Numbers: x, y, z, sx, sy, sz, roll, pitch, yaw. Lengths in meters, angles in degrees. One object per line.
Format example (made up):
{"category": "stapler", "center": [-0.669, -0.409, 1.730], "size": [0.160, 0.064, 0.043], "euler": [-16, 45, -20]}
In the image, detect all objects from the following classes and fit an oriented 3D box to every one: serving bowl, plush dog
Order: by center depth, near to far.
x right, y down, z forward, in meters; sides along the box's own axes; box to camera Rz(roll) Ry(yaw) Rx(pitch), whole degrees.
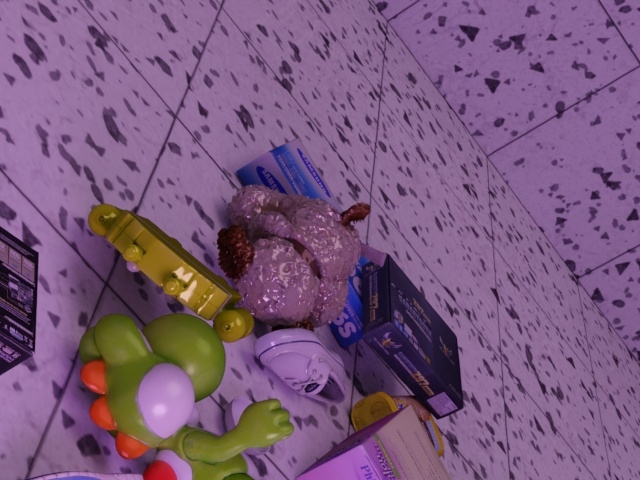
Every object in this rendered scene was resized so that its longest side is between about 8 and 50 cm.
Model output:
{"category": "serving bowl", "center": [-0.101, 0.249, 1.700], "size": [0.083, 0.027, 0.083], "euler": [48, 24, -29]}
{"category": "plush dog", "center": [-0.041, 0.040, 1.938], "size": [0.262, 0.211, 0.225], "euler": [53, 46, -14]}

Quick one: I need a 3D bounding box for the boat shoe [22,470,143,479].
{"category": "boat shoe", "center": [-0.243, 0.270, 1.299], "size": [0.183, 0.066, 0.066], "euler": [11, 65, -51]}

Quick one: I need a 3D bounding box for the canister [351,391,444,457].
{"category": "canister", "center": [0.128, 0.309, 2.075], "size": [0.170, 0.073, 0.126], "euler": [12, 50, -64]}

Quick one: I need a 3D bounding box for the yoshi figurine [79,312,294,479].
{"category": "yoshi figurine", "center": [-0.126, 0.226, 1.480], "size": [0.362, 0.203, 0.203], "euler": [57, 5, 1]}

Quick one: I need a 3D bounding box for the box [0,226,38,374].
{"category": "box", "center": [-0.376, 0.037, 1.296], "size": [0.180, 0.077, 0.147], "euler": [41, 28, -40]}

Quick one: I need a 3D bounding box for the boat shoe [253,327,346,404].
{"category": "boat shoe", "center": [-0.016, 0.189, 1.893], "size": [0.226, 0.083, 0.075], "euler": [27, 37, -56]}

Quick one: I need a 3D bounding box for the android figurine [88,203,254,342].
{"category": "android figurine", "center": [-0.185, 0.037, 1.619], "size": [0.248, 0.056, 0.273], "euler": [40, 1, 3]}

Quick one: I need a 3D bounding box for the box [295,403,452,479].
{"category": "box", "center": [0.101, 0.380, 1.856], "size": [0.213, 0.117, 0.243], "euler": [61, 20, 4]}

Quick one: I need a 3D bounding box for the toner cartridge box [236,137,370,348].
{"category": "toner cartridge box", "center": [0.000, 0.000, 2.196], "size": [0.348, 0.075, 0.165], "euler": [59, 20, -3]}

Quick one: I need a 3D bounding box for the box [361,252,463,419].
{"category": "box", "center": [0.154, 0.160, 2.151], "size": [0.232, 0.059, 0.183], "euler": [50, 23, -29]}
